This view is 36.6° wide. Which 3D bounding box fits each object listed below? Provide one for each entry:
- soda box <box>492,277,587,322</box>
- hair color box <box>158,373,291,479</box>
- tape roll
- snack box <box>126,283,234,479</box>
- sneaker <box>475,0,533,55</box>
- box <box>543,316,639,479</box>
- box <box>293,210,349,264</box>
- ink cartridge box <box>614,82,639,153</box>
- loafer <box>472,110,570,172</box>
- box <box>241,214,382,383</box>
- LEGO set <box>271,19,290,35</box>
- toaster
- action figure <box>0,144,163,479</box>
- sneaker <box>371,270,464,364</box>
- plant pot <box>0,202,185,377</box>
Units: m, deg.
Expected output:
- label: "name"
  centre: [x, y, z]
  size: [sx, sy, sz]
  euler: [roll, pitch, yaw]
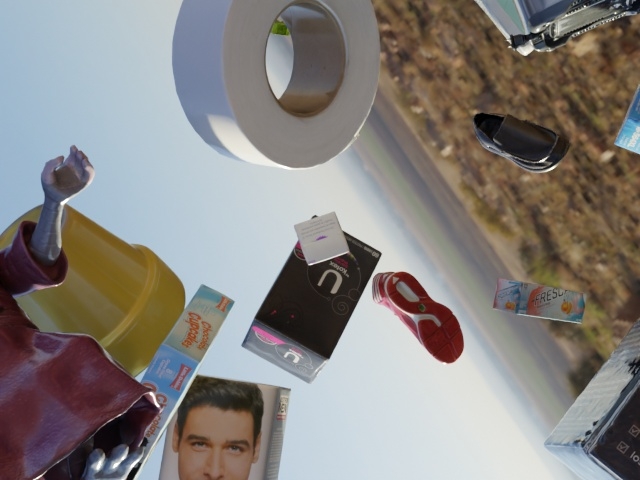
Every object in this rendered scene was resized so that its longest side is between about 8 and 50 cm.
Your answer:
- label: "soda box"
  centre: [0.397, 0.109, 1.746]
  size: [0.183, 0.058, 0.063]
  euler: [9, -179, -37]
- label: "hair color box"
  centre: [-0.175, 0.422, 1.647]
  size: [0.113, 0.186, 0.374]
  euler: [48, -131, -75]
- label: "tape roll"
  centre: [-0.050, -0.234, 1.247]
  size: [0.100, 0.286, 0.286]
  euler: [11, 149, 42]
- label: "snack box"
  centre: [-0.229, 0.230, 1.318]
  size: [0.060, 0.321, 0.187]
  euler: [29, -157, -3]
- label: "sneaker"
  centre: [0.332, -0.466, 1.675]
  size: [0.256, 0.151, 0.094]
  euler: [49, -172, -10]
- label: "box"
  centre: [0.697, 0.289, 1.501]
  size: [0.480, 0.471, 0.297]
  euler: [39, 173, 7]
- label: "box"
  centre: [0.000, 0.000, 1.515]
  size: [0.324, 0.067, 0.063]
  euler: [132, 118, -88]
- label: "ink cartridge box"
  centre: [0.617, -0.196, 1.611]
  size: [0.203, 0.148, 0.086]
  euler: [25, 151, 11]
- label: "loafer"
  centre: [0.349, -0.182, 1.742]
  size: [0.078, 0.080, 0.220]
  euler: [32, 175, -38]
- label: "box"
  centre: [-0.017, 0.115, 1.905]
  size: [0.165, 0.270, 0.143]
  euler: [28, 148, -1]
- label: "LEGO set"
  centre: [-0.066, -0.392, 1.632]
  size: [0.227, 0.087, 0.093]
  euler: [3, -153, -24]
- label: "toaster"
  centre: [0.324, -0.346, 1.244]
  size: [0.129, 0.227, 0.146]
  euler: [31, -143, -71]
- label: "action figure"
  centre: [-0.281, 0.096, 0.836]
  size: [0.370, 0.248, 0.275]
  euler: [50, 147, 33]
- label: "sneaker"
  centre: [0.182, 0.137, 1.854]
  size: [0.221, 0.087, 0.128]
  euler: [55, 168, -17]
- label: "plant pot"
  centre: [-0.380, 0.074, 1.503]
  size: [0.239, 0.254, 0.254]
  euler: [52, -175, -35]
